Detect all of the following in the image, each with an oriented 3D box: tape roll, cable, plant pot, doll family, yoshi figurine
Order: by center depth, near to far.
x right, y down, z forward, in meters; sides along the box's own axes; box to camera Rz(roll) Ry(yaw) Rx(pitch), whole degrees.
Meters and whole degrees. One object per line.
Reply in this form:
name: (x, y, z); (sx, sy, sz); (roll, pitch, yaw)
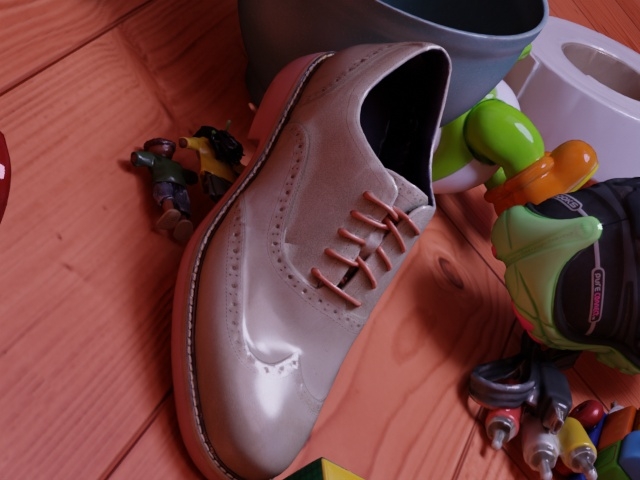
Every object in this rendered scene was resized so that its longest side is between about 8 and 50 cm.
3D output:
doll family: (-0.069, -0.044, 1.167); (0.193, 0.076, 0.111); (32, 31, -44)
plant pot: (0.042, -0.201, 1.325); (0.293, 0.196, 0.293); (19, 35, -14)
cable: (0.209, 0.146, 1.412); (0.139, 0.072, 0.287); (21, 19, -2)
yoshi figurine: (0.149, -0.194, 1.518); (0.362, 0.203, 0.203); (44, 32, -3)
tape roll: (0.353, -0.178, 1.796); (0.286, 0.100, 0.286); (21, 29, -12)

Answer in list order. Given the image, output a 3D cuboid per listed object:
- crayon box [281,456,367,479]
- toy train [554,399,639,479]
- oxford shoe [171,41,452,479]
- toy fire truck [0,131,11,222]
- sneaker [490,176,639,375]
crayon box: (0.042, 0.303, 0.933); (0.165, 0.081, 0.278); (33, 34, -33)
toy train: (0.341, 0.189, 1.441); (0.105, 0.143, 0.248); (51, 29, -6)
oxford shoe: (0.000, 0.000, 1.052); (0.140, 0.146, 0.397); (37, 55, -35)
toy fire truck: (-0.217, -0.091, 0.807); (0.158, 0.246, 0.217); (17, 45, -47)
sneaker: (0.363, 0.034, 1.462); (0.483, 0.202, 0.185); (5, 66, -57)
